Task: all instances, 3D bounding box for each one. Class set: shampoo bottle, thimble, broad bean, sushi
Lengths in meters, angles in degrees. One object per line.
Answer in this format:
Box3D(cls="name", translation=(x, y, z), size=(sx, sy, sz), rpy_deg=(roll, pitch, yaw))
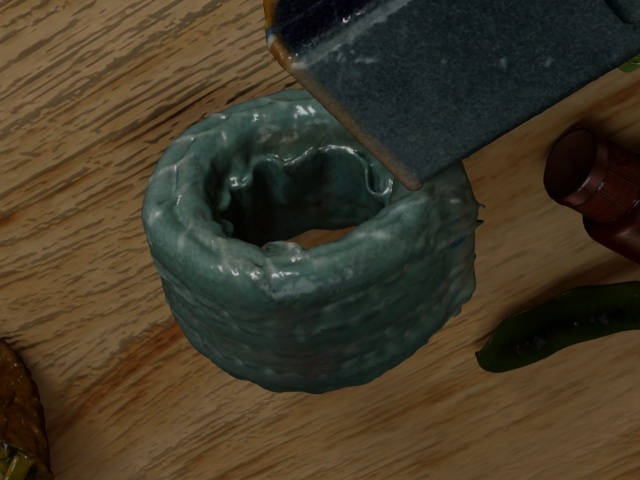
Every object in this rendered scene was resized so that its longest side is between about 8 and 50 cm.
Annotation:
Box3D(cls="shampoo bottle", translation=(0.287, -0.009, 1.306), size=(0.260, 0.064, 0.102), rpy_deg=(24, 141, -28))
Box3D(cls="thimble", translation=(0.000, 0.000, 1.183), size=(0.235, 0.198, 0.143), rpy_deg=(-5, 137, 6))
Box3D(cls="broad bean", translation=(0.226, 0.070, 1.365), size=(0.227, 0.039, 0.069), rpy_deg=(-7, 109, 28))
Box3D(cls="sushi", translation=(-0.281, 0.203, 1.362), size=(0.167, 0.179, 0.296), rpy_deg=(6, 133, -6))

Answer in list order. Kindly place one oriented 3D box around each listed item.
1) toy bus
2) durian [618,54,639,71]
Box3D(cls="toy bus", translation=(0.126, -0.193, 1.013), size=(0.323, 0.194, 0.162), rpy_deg=(-31, 130, 22))
Box3D(cls="durian", translation=(0.282, -0.189, 1.102), size=(0.250, 0.101, 0.139), rpy_deg=(-29, 132, 26))
